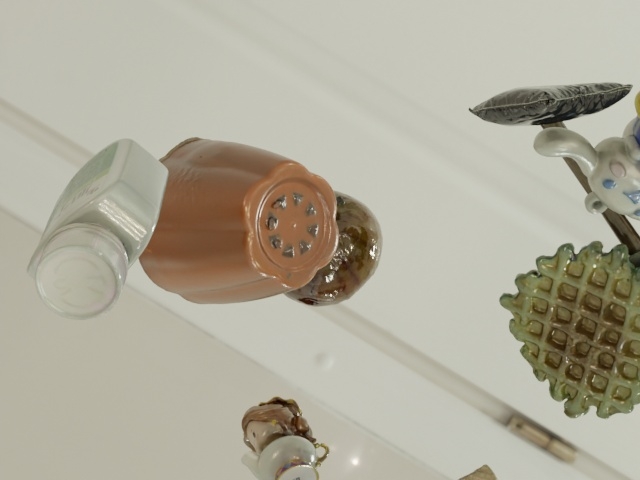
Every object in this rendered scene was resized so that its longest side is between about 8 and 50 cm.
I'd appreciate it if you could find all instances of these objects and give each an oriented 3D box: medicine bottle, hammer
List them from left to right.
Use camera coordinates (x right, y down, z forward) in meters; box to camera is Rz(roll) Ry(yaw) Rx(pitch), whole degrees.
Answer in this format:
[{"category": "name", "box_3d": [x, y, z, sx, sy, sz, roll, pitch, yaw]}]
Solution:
[{"category": "medicine bottle", "box_3d": [-0.184, -0.008, 0.805, 0.119, 0.069, 0.183, -41, -157, 16]}, {"category": "hammer", "box_3d": [0.464, -0.100, 1.665, 0.111, 0.365, 0.043, -34, -179, 40]}]

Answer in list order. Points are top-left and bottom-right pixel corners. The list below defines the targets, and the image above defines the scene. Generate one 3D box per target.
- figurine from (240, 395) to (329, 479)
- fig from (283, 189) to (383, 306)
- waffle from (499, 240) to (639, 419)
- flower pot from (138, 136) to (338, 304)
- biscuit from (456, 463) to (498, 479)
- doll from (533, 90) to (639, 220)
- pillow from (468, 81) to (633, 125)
[{"category": "figurine", "box_3d": [-0.088, 0.453, 2.164, 0.263, 0.189, 0.142, -124, -150, -57]}, {"category": "fig", "box_3d": [0.000, 0.008, 1.888, 0.235, 0.235, 0.214, -59, 152, 12]}, {"category": "waffle", "box_3d": [0.471, 0.155, 1.699, 0.292, 0.309, 0.056, -36, 167, 38]}, {"category": "flower pot", "box_3d": [-0.078, -0.018, 1.050, 0.173, 0.190, 0.190, 4, -125, 48]}, {"category": "biscuit", "box_3d": [0.160, 0.575, 1.809, 0.426, 0.144, 0.078, -26, 159, -4]}, {"category": "doll", "box_3d": [0.478, -0.147, 1.455, 0.242, 0.311, 0.159, 124, -20, -53]}, {"category": "pillow", "box_3d": [0.313, -0.187, 1.328, 0.208, 0.055, 0.141, -11, -177, -41]}]
